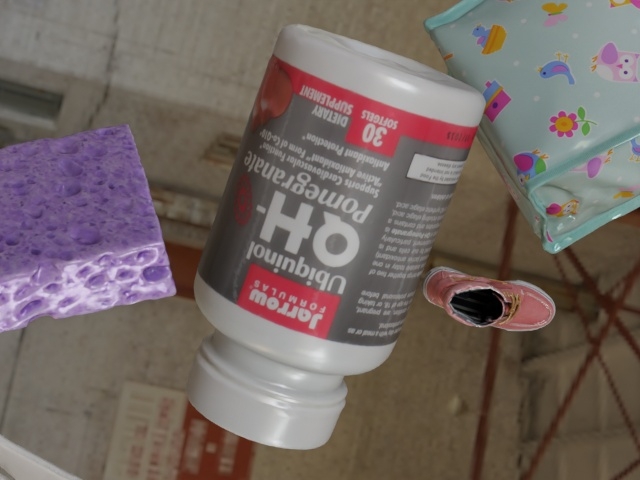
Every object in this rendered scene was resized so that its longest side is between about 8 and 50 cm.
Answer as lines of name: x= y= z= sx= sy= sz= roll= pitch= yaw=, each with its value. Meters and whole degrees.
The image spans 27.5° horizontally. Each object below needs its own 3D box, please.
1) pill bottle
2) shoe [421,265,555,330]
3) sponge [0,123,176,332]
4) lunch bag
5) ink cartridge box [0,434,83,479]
pill bottle: x=0.000 y=0.000 z=1.069 sx=0.176 sy=0.176 sz=0.318 roll=-123 pitch=-129 yaw=-70
shoe: x=0.211 y=0.079 z=1.552 sx=0.081 sy=0.178 sz=0.063 roll=-135 pitch=-118 yaw=-67
sponge: x=-0.177 y=0.005 z=0.578 sx=0.117 sy=0.210 sz=0.031 roll=-117 pitch=-163 yaw=-54
lunch bag: x=0.258 y=-0.151 z=1.151 sx=0.223 sy=0.262 sz=0.160 roll=63 pitch=3 yaw=31
ink cartridge box: x=-0.098 y=0.122 z=0.369 sx=0.061 sy=0.104 sz=0.181 roll=-51 pitch=149 yaw=-34
